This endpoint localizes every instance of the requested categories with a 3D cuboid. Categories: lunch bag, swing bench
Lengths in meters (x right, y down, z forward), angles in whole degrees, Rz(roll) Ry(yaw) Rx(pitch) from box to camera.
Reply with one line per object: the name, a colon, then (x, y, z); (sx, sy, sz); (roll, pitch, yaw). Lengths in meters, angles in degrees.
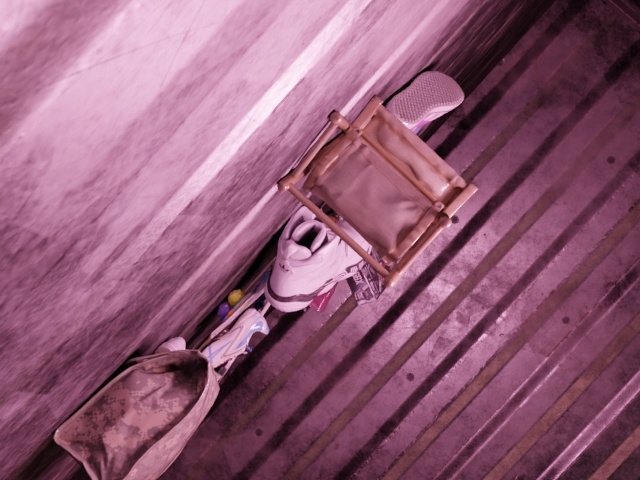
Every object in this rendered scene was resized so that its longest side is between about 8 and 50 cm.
lunch bag: (-0.310, 0.320, 1.284); (0.287, 0.169, 0.235); (-43, 167, -18)
swing bench: (0.107, -0.093, 1.193); (0.165, 0.253, 0.254); (-49, 175, 27)

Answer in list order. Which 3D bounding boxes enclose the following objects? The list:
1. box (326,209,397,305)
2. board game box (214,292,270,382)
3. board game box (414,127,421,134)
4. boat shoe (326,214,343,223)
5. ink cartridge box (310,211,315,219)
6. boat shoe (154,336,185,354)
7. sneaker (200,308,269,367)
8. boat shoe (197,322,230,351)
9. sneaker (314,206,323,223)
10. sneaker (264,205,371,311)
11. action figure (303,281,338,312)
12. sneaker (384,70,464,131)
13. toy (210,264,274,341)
box: (0.135, 0.022, 2.292); (0.076, 0.308, 0.242); (-19, -167, 31)
board game box: (-0.227, 0.265, 2.179); (0.390, 0.050, 0.390); (-57, -179, -26)
board game box: (0.339, -0.394, 2.310); (0.160, 0.039, 0.211); (-51, 176, 36)
boat shoe: (-0.027, 0.028, 2.139); (0.258, 0.095, 0.095); (-58, -149, 11)
ink cartridge box: (-0.044, -0.044, 1.696); (0.083, 0.028, 0.048); (-47, 175, 1)
boat shoe: (-0.335, 0.268, 1.456); (0.184, 0.066, 0.063); (-61, 169, 31)
sneaker: (-0.229, 0.269, 1.719); (0.237, 0.086, 0.085); (-41, 176, 2)
boat shoe: (-0.321, 0.312, 2.067); (0.152, 0.049, 0.056); (-51, 173, 22)
sneaker: (0.000, 0.000, 1.910); (0.107, 0.124, 0.283); (-47, 176, -13)
sneaker: (0.020, 0.005, 1.656); (0.365, 0.137, 0.210); (-37, 155, -36)
action figure: (0.050, 0.095, 2.527); (0.370, 0.248, 0.276); (-45, 177, 1)
sneaker: (0.196, -0.279, 1.548); (0.282, 0.102, 0.161); (-30, 169, -40)
toy: (-0.195, 0.144, 1.720); (0.237, 0.056, 0.137); (-40, 173, -17)
